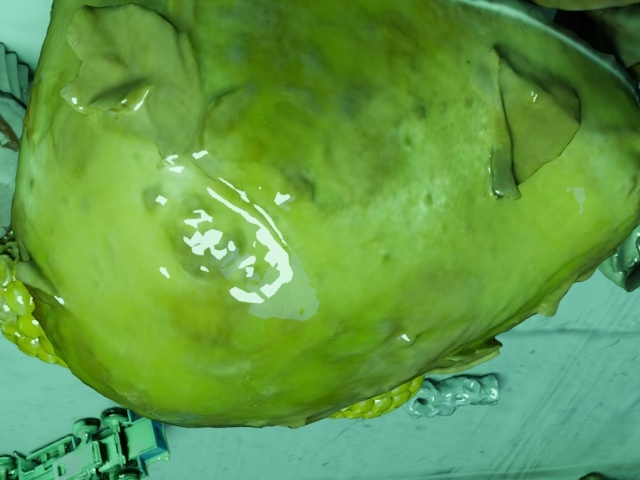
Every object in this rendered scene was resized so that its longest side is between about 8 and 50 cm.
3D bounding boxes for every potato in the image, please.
[{"bbox_3d":[0.000,0.000,0.624,0.300,0.196,0.246,12,162,-12],"label":"potato"}]

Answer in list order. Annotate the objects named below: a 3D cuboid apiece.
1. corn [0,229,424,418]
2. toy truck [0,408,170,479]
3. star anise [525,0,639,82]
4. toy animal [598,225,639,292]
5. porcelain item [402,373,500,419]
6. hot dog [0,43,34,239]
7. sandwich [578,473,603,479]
[{"bbox_3d":[-0.055,0.047,0.812,0.322,0.119,0.119,9,142,-22],"label":"corn"},{"bbox_3d":[-0.190,0.190,1.040,0.175,0.067,0.081,-27,150,18],"label":"toy truck"},{"bbox_3d":[0.193,-0.170,0.566,0.315,0.108,0.315,-5,146,-3],"label":"star anise"},{"bbox_3d":[0.196,-0.024,0.768,0.073,0.217,0.176,28,125,8],"label":"toy animal"},{"bbox_3d":[0.104,0.126,1.059,0.083,0.028,0.036,-3,130,-9],"label":"porcelain item"},{"bbox_3d":[-0.236,0.001,0.647,0.253,0.069,0.131,-41,135,-11],"label":"hot dog"},{"bbox_3d":[0.227,0.374,1.254,0.131,0.262,0.325,38,132,-5],"label":"sandwich"}]
